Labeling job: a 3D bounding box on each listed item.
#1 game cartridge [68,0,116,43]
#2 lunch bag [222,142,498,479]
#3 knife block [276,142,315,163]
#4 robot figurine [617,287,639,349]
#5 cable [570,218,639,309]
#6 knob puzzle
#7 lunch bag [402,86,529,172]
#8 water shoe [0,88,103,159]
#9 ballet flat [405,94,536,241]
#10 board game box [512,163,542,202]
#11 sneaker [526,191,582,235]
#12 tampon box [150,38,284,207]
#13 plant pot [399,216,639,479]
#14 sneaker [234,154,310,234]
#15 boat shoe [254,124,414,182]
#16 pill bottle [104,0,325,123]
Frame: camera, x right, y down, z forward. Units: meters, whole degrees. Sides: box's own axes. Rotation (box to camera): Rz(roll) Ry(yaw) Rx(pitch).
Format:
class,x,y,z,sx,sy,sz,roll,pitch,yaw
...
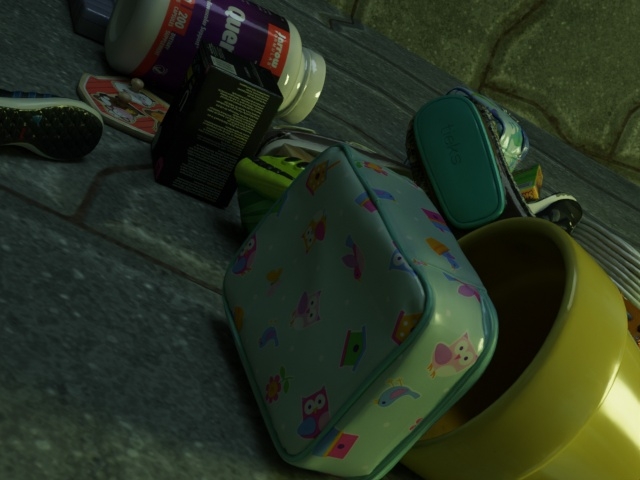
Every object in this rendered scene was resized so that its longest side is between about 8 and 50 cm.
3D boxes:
class,x,y,z,sx,sy,sz,roll,pitch,yaw
game cartridge,-0.257,-0.346,1.717,0.355,0.068,0.230,20,18,-28
lunch bag,0.021,0.061,0.876,0.108,0.224,0.279,24,24,-31
knife block,0.016,0.000,1.211,0.276,0.088,0.242,34,19,8
robot figurine,0.342,0.098,1.364,0.291,0.085,0.211,42,-21,46
cable,0.501,0.077,1.628,0.257,0.089,0.257,45,4,19
knob puzzle,-0.250,-0.185,1.368,0.213,0.030,0.213,27,20,-11
lunch bag,0.235,-0.138,1.678,0.090,0.219,0.176,14,25,-41
water shoe,-0.327,-0.140,1.080,0.080,0.073,0.203,40,21,30
ballet flat,0.219,0.024,1.278,0.182,0.164,0.482,60,17,-51
board game box,0.369,-0.101,1.945,0.259,0.124,0.039,-50,121,-69
sneaker,0.405,-0.003,1.790,0.283,0.107,0.124,-11,55,-46
tampon box,-0.134,-0.147,1.246,0.101,0.161,0.120,22,20,-22
plant pot,0.204,0.147,0.931,0.239,0.254,0.254,41,15,-22
sneaker,0.000,0.000,1.113,0.110,0.123,0.295,-11,31,-30
boat shoe,0.052,-0.085,1.444,0.325,0.116,0.096,16,26,-22
pill bottle,-0.158,-0.295,1.544,0.323,0.181,0.181,19,22,-29
